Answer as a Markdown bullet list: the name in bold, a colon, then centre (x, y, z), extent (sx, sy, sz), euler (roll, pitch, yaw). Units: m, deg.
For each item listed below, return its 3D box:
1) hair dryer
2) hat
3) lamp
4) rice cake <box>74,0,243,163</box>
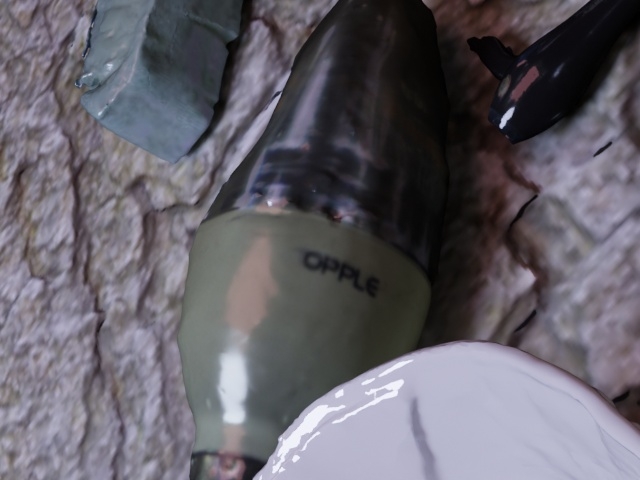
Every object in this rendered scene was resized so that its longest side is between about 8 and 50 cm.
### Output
- **hair dryer**: centre (0.086, -0.081, 0.630), extent (0.079, 0.031, 0.083), euler (-48, 32, 1)
- **hat**: centre (0.063, 0.136, 0.448), extent (0.203, 0.126, 0.203), euler (-26, 52, 38)
- **lamp**: centre (0.000, 0.000, 0.619), extent (0.101, 0.101, 0.250), euler (-6, 61, 46)
- **rice cake**: centre (-0.056, -0.204, 0.822), extent (0.063, 0.066, 0.336), euler (-2, 68, 47)
